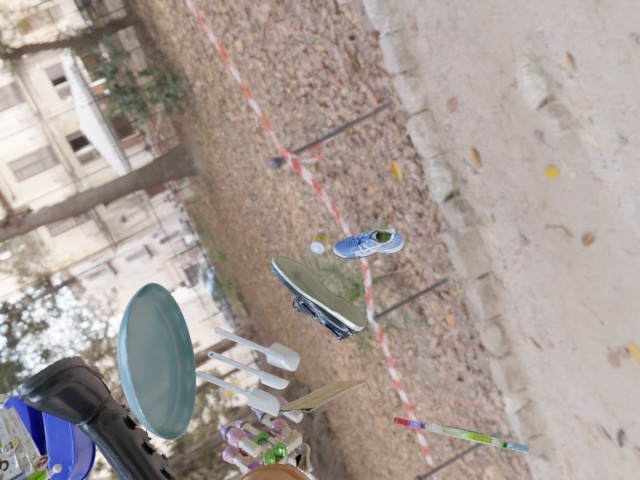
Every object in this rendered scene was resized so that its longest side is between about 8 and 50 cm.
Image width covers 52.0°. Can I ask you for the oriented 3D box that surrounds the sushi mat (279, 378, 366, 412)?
[{"bbox_3d":[0.003,0.496,2.093,0.316,0.151,0.019,-10,-92,-54],"label":"sushi mat"}]

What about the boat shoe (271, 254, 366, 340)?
[{"bbox_3d":[-0.026,0.181,1.972,0.340,0.113,0.127,35,-150,-6],"label":"boat shoe"}]

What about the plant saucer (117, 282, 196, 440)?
[{"bbox_3d":[-0.332,0.245,1.331,0.317,0.043,0.318,-11,-90,-81],"label":"plant saucer"}]

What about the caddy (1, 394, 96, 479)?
[{"bbox_3d":[-0.811,0.588,1.967,0.179,0.241,0.342,85,174,-79],"label":"caddy"}]

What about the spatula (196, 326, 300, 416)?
[{"bbox_3d":[-0.186,0.322,1.668,0.241,0.168,0.019,20,175,15],"label":"spatula"}]

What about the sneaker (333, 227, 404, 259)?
[{"bbox_3d":[0.138,0.000,1.925,0.081,0.211,0.080,65,-164,-59],"label":"sneaker"}]

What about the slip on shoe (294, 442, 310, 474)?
[{"bbox_3d":[-0.063,0.708,2.144,0.041,0.051,0.135,31,-160,-17],"label":"slip on shoe"}]

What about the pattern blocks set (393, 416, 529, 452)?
[{"bbox_3d":[0.393,0.538,1.826,0.285,0.324,0.026,146,139,-71],"label":"pattern blocks set"}]

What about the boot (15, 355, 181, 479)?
[{"bbox_3d":[-0.509,0.503,1.597,0.445,0.146,0.367,53,177,12],"label":"boot"}]

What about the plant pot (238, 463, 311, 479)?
[{"bbox_3d":[-0.149,0.773,1.824,0.291,0.290,0.203,60,-179,22],"label":"plant pot"}]

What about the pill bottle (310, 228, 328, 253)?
[{"bbox_3d":[0.000,0.000,1.972,0.083,0.043,0.043,-70,-35,-52],"label":"pill bottle"}]

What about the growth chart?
[{"bbox_3d":[-0.629,0.414,1.260,0.237,0.172,0.021,40,157,25],"label":"growth chart"}]

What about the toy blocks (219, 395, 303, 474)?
[{"bbox_3d":[-0.246,0.760,2.461,0.260,0.288,0.309,21,124,35],"label":"toy blocks"}]
